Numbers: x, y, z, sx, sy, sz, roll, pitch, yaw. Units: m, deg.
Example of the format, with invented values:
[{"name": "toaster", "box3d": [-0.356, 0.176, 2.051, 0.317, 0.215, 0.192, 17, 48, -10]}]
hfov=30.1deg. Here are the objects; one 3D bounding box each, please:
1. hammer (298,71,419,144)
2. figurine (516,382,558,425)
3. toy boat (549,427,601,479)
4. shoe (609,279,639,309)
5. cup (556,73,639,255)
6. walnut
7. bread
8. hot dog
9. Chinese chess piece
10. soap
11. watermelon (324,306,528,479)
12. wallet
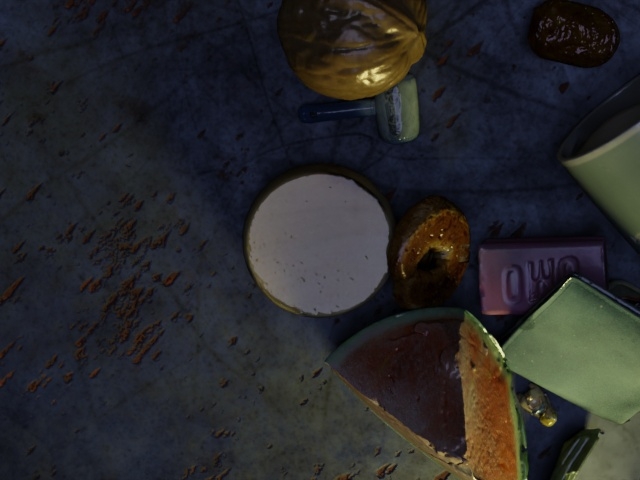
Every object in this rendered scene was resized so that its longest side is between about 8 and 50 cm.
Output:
[{"name": "hammer", "box3d": [0.059, -0.205, 1.887, 0.194, 0.069, 0.116, -4, 102, 10]}, {"name": "figurine", "box3d": [0.365, 0.281, 1.980, 0.083, 0.050, 0.047, 43, 104, -7]}, {"name": "toy boat", "box3d": [0.396, 0.446, 1.992, 0.055, 0.093, 0.293, 20, 101, 16]}, {"name": "shoe", "box3d": [0.531, 0.167, 1.918, 0.227, 0.125, 0.099, 44, 101, -9]}, {"name": "cup", "box3d": [0.556, -0.100, 1.751, 0.259, 0.357, 0.274, -42, 100, -7]}, {"name": "walnut", "box3d": [0.052, -0.319, 1.782, 0.228, 0.228, 0.227, 0, 101, 1]}, {"name": "bread", "box3d": [0.169, 0.021, 1.883, 0.064, 0.193, 0.193, 20, 105, 41]}, {"name": "hot dog", "box3d": [0.393, -0.323, 1.854, 0.147, 0.065, 0.099, 7, 101, -12]}, {"name": "Chinese chess piece", "box3d": [0.000, 0.000, 1.907, 0.251, 0.097, 0.250, 0, 100, 1]}, {"name": "soap", "box3d": [0.357, 0.056, 1.902, 0.203, 0.065, 0.122, -3, 98, 16]}, {"name": "watermelon", "box3d": [0.221, 0.246, 1.903, 0.319, 0.292, 0.222, 33, 84, 36]}, {"name": "wallet", "box3d": [0.428, 0.179, 1.870, 0.251, 0.290, 0.054, 28, 58, -2]}]
